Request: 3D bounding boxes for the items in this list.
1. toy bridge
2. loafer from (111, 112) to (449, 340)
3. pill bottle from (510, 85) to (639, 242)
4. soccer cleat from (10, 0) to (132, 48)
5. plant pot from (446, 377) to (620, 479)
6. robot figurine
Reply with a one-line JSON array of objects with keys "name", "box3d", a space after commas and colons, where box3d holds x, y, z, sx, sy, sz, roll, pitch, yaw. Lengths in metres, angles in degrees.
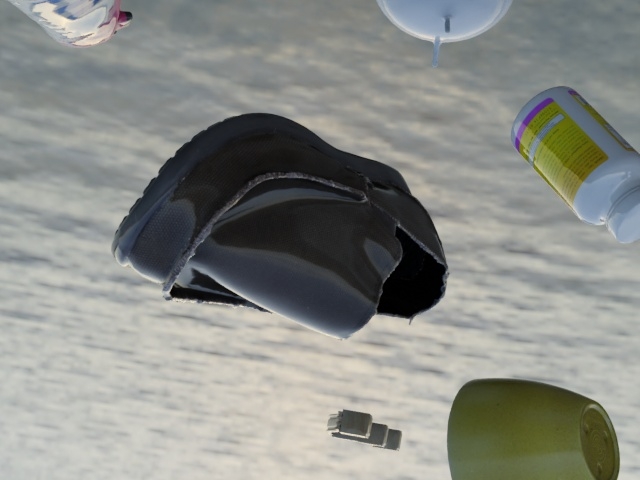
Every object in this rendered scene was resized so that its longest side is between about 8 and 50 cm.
[{"name": "toy bridge", "box3d": [0.041, 0.205, 1.390, 0.063, 0.026, 0.188, 7, 168, 16]}, {"name": "loafer", "box3d": [0.000, 0.000, 0.946, 0.130, 0.134, 0.366, 46, -157, 23]}, {"name": "pill bottle", "box3d": [0.135, -0.037, 0.646, 0.043, 0.083, 0.043, -23, 143, -18]}, {"name": "soccer cleat", "box3d": [-0.203, -0.216, 0.948, 0.143, 0.116, 0.331, -11, 178, -19]}, {"name": "plant pot", "box3d": [0.173, 0.164, 0.995, 0.095, 0.134, 0.134, -18, 153, 34]}, {"name": "robot figurine", "box3d": [0.176, -0.429, 1.794, 0.199, 0.354, 0.300, 2, 167, 11]}]
